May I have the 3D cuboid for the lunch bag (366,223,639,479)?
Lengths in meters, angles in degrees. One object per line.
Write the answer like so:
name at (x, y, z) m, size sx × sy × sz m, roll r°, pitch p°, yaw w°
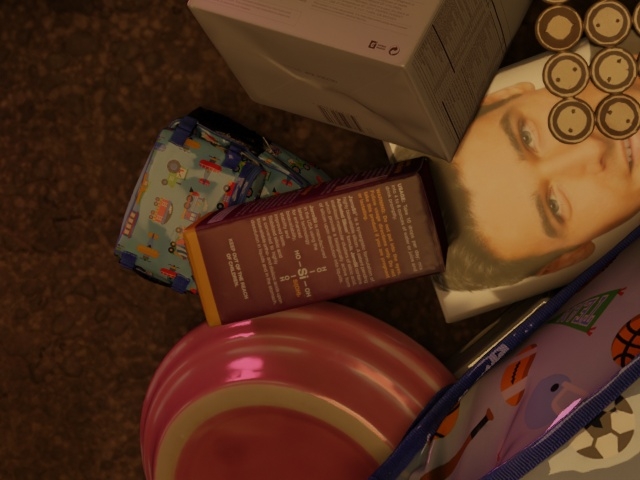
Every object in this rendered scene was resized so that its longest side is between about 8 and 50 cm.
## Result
lunch bag at (0.248, 0.205, 1.054) m, size 0.385 × 0.239 × 0.328 m, roll -44°, pitch 101°, yaw 5°

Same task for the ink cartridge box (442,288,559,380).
ink cartridge box at (0.206, 0.164, 1.225) m, size 0.154 × 0.093 × 0.212 m, roll -41°, pitch 89°, yaw 11°

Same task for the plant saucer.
plant saucer at (-0.013, 0.212, 1.212) m, size 0.332 × 0.084 × 0.332 m, roll 10°, pitch 117°, yaw 19°

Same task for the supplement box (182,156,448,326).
supplement box at (0.000, 0.000, 1.113) m, size 0.188 × 0.104 × 0.081 m, roll -14°, pitch 98°, yaw 9°

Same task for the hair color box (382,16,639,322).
hair color box at (0.252, -0.082, 1.177) m, size 0.374 × 0.113 × 0.185 m, roll -20°, pitch 93°, yaw 11°

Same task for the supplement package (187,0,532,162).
supplement package at (0.046, -0.203, 1.113) m, size 0.194 × 0.149 × 0.203 m, roll 20°, pitch 73°, yaw 27°

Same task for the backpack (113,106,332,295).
backpack at (-0.072, -0.014, 1.232) m, size 0.173 × 0.117 × 0.158 m, roll 27°, pitch 101°, yaw 1°

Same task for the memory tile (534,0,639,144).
memory tile at (0.226, -0.151, 1.110) m, size 0.113 × 0.012 × 0.148 m, roll -6°, pitch 95°, yaw 10°
